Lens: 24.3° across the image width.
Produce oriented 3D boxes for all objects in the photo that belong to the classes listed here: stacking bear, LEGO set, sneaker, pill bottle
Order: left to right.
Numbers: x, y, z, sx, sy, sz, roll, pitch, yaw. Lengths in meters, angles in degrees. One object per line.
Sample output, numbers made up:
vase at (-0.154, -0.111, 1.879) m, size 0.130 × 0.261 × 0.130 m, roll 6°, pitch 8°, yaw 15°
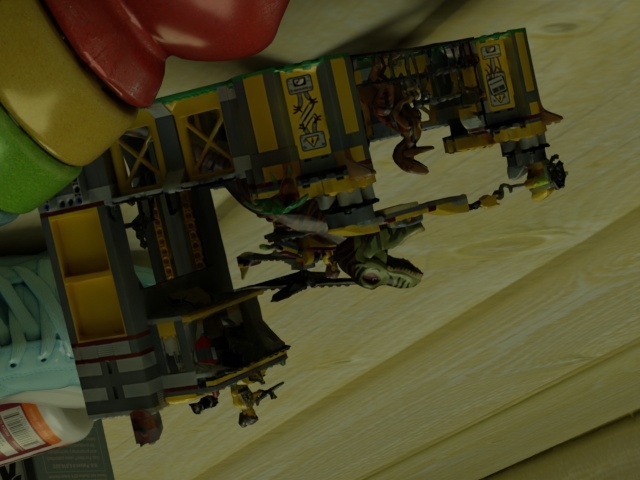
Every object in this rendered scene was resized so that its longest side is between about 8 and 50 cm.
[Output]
pill bottle at (-0.322, 0.150, 1.323) m, size 0.221 × 0.121 × 0.121 m, roll -18°, pitch 163°, yaw 10°
stacking bear at (-0.137, -0.092, 0.679) m, size 0.289 × 0.175 × 0.164 m, roll -29°, pitch 123°, yaw 7°
sneaker at (-0.219, 0.052, 1.124) m, size 0.150 × 0.135 × 0.366 m, roll -32°, pitch 167°, yaw 23°
LEGO set at (0.000, 0.000, 0.856) m, size 0.255 × 0.192 × 0.331 m, roll -11°, pitch -175°, yaw 25°

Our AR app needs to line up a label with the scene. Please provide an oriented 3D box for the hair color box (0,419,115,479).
hair color box at (-0.292, 0.333, 1.488) m, size 0.185 × 0.374 × 0.113 m, roll -26°, pitch 160°, yaw 31°
